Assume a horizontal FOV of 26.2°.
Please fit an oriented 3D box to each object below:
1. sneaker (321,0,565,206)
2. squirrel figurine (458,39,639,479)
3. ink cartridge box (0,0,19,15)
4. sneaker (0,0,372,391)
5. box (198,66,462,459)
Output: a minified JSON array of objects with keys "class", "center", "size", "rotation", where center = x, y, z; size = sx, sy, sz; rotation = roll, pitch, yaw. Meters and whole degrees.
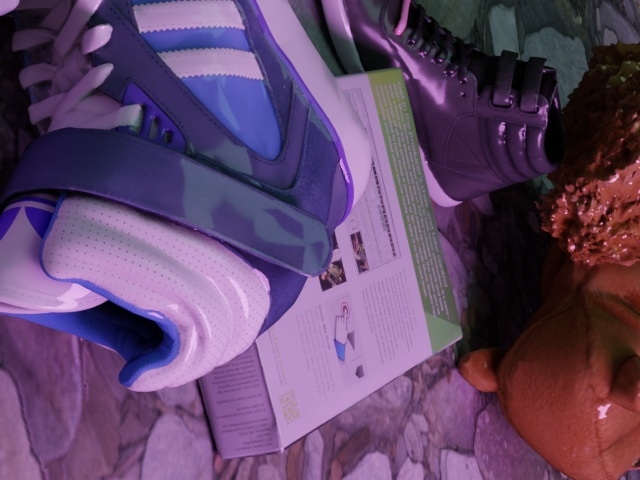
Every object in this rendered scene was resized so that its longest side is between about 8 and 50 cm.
[{"class":"sneaker","center":[0.114,-0.154,1.166],"size":[0.296,0.147,0.104],"rotation":[54,38,-35]},{"class":"squirrel figurine","center":[0.278,0.020,1.289],"size":[0.370,0.281,0.397],"rotation":[-40,130,-41]},{"class":"ink cartridge box","center":[-0.227,-0.206,0.467],"size":[0.385,0.091,0.308],"rotation":[-89,163,-78]},{"class":"sneaker","center":[-0.124,-0.076,0.724],"size":[0.323,0.130,0.236],"rotation":[53,50,-14]},{"class":"box","center":[0.000,0.000,0.998],"size":[0.322,0.058,0.232],"rotation":[-19,96,-60]}]
